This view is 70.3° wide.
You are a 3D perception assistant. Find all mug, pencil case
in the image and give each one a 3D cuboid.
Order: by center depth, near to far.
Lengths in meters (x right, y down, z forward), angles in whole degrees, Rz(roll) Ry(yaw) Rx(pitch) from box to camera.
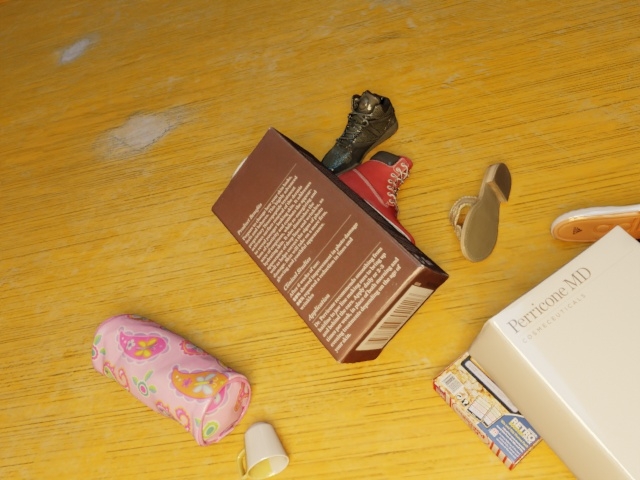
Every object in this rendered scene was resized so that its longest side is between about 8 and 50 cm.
[{"bbox_3d":[-0.092,0.309,0.672,0.078,0.062,0.064,-21,44,-8],"label":"mug"},{"bbox_3d":[-0.252,0.220,0.749,0.284,0.124,0.124,18,62,28],"label":"pencil case"}]

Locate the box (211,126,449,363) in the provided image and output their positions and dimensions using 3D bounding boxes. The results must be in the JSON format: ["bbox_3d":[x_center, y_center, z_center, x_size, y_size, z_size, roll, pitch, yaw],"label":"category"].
[{"bbox_3d":[0.000,0.000,0.762,0.191,0.143,0.381,-51,61,12],"label":"box"}]

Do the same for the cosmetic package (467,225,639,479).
[{"bbox_3d":[0.384,0.200,0.513,0.217,0.156,0.385,-35,66,-10],"label":"cosmetic package"}]

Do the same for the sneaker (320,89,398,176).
[{"bbox_3d":[0.072,-0.235,0.977,0.227,0.130,0.087,-42,53,-12],"label":"sneaker"}]

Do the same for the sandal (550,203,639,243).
[{"bbox_3d":[0.511,-0.007,0.712,0.265,0.102,0.076,-7,54,21],"label":"sandal"}]

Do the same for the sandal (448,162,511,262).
[{"bbox_3d":[0.276,-0.046,0.830,0.079,0.088,0.240,-11,37,49],"label":"sandal"}]

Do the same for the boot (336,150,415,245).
[{"bbox_3d":[0.140,-0.085,0.877,0.176,0.088,0.244,-32,49,-10],"label":"boot"}]

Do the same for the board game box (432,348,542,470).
[{"bbox_3d":[0.283,0.199,0.652,0.193,0.045,0.147,-36,53,-11],"label":"board game box"}]
